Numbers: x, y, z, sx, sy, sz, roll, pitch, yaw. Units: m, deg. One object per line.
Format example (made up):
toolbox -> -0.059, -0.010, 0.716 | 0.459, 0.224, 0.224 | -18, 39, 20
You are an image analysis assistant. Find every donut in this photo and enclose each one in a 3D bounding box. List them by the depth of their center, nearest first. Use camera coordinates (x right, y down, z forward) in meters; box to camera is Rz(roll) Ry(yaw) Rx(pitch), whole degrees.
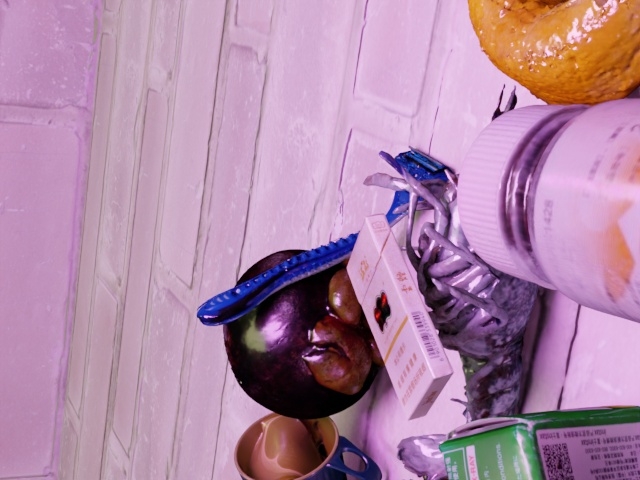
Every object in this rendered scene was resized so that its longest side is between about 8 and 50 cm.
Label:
donut -> 0.232, -0.236, 0.819 | 0.253, 0.118, 0.253 | -25, 58, 47

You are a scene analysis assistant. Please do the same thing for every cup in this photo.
cup -> -0.006, 0.309, 1.208 | 0.131, 0.176, 0.155 | -59, -36, -48

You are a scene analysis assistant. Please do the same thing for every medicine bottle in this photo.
medicine bottle -> 0.237, -0.022, 0.718 | 0.273, 0.165, 0.165 | 17, 103, 62

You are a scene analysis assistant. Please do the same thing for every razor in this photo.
razor -> 0.006, 0.009, 1.095 | 0.093, 0.324, 0.056 | 39, 160, 58

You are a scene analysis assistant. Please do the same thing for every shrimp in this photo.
shrimp -> 0.135, 0.057, 0.936 | 0.221, 0.166, 0.410 | -72, -25, -70

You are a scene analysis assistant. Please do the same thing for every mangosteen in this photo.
mangosteen -> 0.007, 0.105, 1.161 | 0.250, 0.211, 0.211 | -18, 70, 33

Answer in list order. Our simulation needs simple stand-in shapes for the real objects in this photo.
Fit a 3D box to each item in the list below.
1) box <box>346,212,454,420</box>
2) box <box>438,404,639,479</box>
box -> 0.068, 0.068, 0.872 | 0.090, 0.024, 0.167 | 107, 147, -54
box -> 0.201, 0.254, 0.755 | 0.103, 0.180, 0.250 | -30, 62, 47
